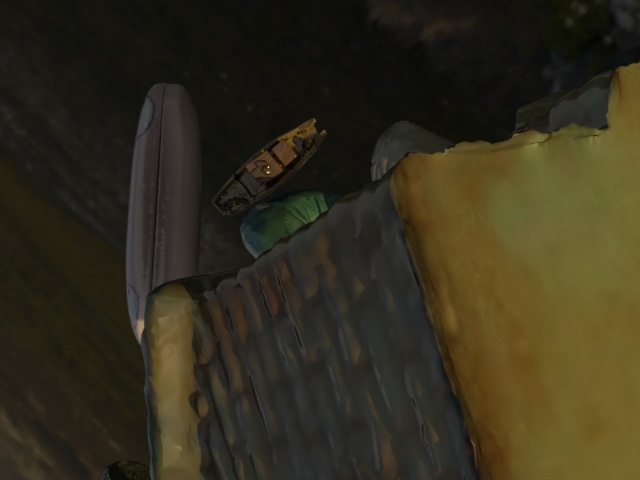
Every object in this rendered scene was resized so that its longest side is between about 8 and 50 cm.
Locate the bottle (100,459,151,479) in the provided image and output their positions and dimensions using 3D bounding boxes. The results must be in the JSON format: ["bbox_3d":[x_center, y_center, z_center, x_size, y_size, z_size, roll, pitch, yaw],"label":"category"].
[{"bbox_3d":[-0.264,0.396,1.559,0.112,0.112,0.260,31,114,31],"label":"bottle"}]

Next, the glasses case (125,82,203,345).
[{"bbox_3d":[-0.169,-0.027,1.364,0.075,0.296,0.113,1,163,4],"label":"glasses case"}]

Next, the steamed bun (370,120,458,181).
[{"bbox_3d":[0.252,-0.037,2.153,0.384,0.236,0.247,21,175,27],"label":"steamed bun"}]

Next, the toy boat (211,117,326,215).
[{"bbox_3d":[-0.080,-0.114,1.941,0.064,0.206,0.072,51,-176,5],"label":"toy boat"}]

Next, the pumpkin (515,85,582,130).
[{"bbox_3d":[0.343,-0.131,1.887,0.110,0.217,0.217,12,147,23],"label":"pumpkin"}]

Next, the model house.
[{"bbox_3d":[0.130,0.126,0.892,0.400,0.445,0.395,-25,80,50],"label":"model house"}]

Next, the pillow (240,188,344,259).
[{"bbox_3d":[0.000,0.000,1.798,0.214,0.233,0.086,30,117,25],"label":"pillow"}]
